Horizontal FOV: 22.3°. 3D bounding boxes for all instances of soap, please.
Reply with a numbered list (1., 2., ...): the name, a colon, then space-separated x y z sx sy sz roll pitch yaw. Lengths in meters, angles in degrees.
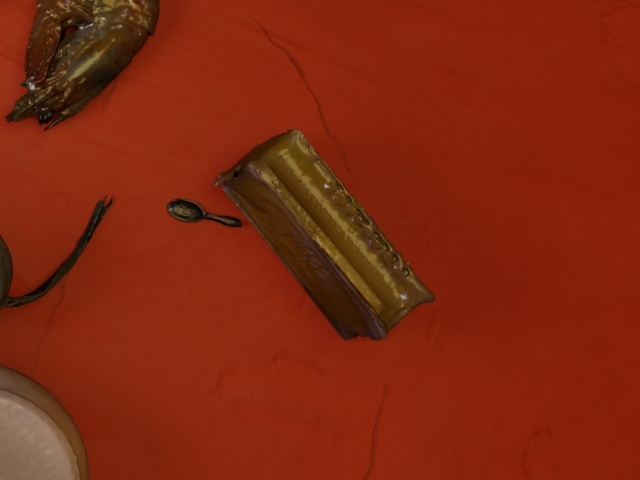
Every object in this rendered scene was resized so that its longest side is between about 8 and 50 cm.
1. soap: 0.001 -0.001 1.682 0.076 0.135 0.233 -44 101 -18

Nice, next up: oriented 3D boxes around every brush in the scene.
1. brush: -0.121 -0.026 1.707 0.083 0.008 0.024 15 78 -18

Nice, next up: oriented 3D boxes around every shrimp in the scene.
1. shrimp: -0.252 -0.201 1.653 0.115 0.051 0.217 39 75 -6

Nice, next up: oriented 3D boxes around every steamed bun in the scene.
1. steamed bun: -0.338 0.222 1.536 0.231 0.145 0.232 -3 101 -17

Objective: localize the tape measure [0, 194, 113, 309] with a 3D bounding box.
1. tape measure: -0.294 0.015 1.535 0.084 0.164 0.330 40 48 24
